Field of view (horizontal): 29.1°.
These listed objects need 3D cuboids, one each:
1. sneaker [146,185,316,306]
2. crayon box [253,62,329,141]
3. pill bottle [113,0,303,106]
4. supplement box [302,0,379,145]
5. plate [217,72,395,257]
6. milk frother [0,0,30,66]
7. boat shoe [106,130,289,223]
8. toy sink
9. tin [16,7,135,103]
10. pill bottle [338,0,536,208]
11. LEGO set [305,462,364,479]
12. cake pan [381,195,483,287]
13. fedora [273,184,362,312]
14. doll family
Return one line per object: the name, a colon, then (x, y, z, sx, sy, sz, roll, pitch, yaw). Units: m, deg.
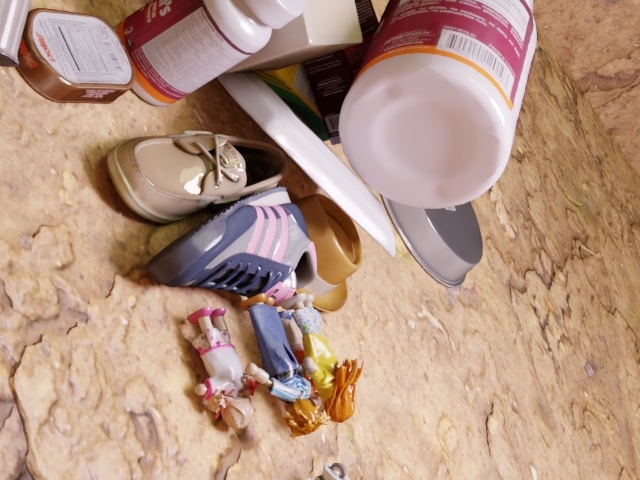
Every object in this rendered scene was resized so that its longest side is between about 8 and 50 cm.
sneaker: (-0.083, 0.023, 1.440, 0.131, 0.112, 0.319, 59, 26, 1)
crayon box: (-0.070, -0.312, 1.779, 0.323, 0.083, 0.203, 42, 51, -38)
pill bottle: (-0.138, -0.264, 1.499, 0.121, 0.221, 0.121, 44, 29, -34)
supplement box: (0.034, -0.272, 1.774, 0.130, 0.073, 0.239, -35, 109, -51)
plate: (-0.018, -0.125, 1.665, 0.277, 0.045, 0.278, 42, 5, -33)
milk frother: (-0.345, -0.249, 1.246, 0.143, 0.129, 0.134, 88, 15, -83)
boat shoe: (-0.138, -0.086, 1.461, 0.302, 0.098, 0.109, -1, 66, -63)
toy sink: (-0.057, -0.352, 1.616, 0.131, 0.153, 0.234, -15, 92, -52)
tin: (-0.278, -0.210, 1.397, 0.106, 0.040, 0.190, 61, 24, 7)
pill bottle: (0.174, -0.240, 1.686, 0.224, 0.224, 0.392, 51, 35, -22)
LEGO set: (-0.033, 0.318, 1.292, 0.132, 0.107, 0.287, 35, 16, 29)
cake pan: (0.195, -0.060, 2.139, 0.293, 0.054, 0.293, 45, 30, -34)
fedora: (0.000, 0.000, 1.665, 0.194, 0.079, 0.194, 44, 30, -33)
doll family: (-0.032, 0.144, 1.404, 0.263, 0.118, 0.163, 8, 58, -61)
